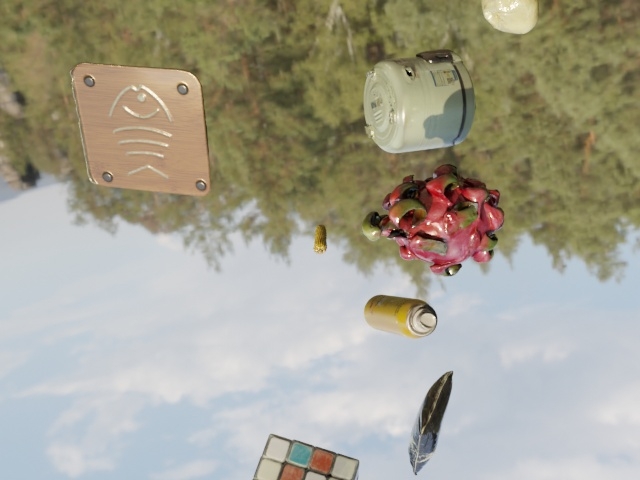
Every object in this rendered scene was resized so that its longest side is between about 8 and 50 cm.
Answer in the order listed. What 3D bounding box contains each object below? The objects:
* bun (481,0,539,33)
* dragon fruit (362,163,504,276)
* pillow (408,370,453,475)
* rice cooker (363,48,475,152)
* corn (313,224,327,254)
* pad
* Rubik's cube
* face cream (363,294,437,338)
[{"bbox_3d":[0.230,-0.294,0.997,0.054,0.086,0.086,-29,-169,-6],"label":"bun"},{"bbox_3d":[0.213,-0.048,1.478,0.272,0.198,0.218,29,153,-36],"label":"dragon fruit"},{"bbox_3d":[0.199,0.338,1.466,0.055,0.208,0.141,21,-124,14],"label":"pillow"},{"bbox_3d":[0.229,-0.316,1.818,0.244,0.226,0.226,-9,-173,-16],"label":"rice cooker"},{"bbox_3d":[0.000,0.000,1.663,0.027,0.028,0.083,23,-142,-17],"label":"corn"},{"bbox_3d":[-0.373,-0.230,1.673,0.286,0.284,0.018,6,-148,11],"label":"pad"},{"bbox_3d":[-0.051,0.688,2.104,0.253,0.259,0.256,14,152,9],"label":"Rubik's cube"},{"bbox_3d":[0.219,0.203,2.131,0.104,0.105,0.348,-15,-177,-15],"label":"face cream"}]
